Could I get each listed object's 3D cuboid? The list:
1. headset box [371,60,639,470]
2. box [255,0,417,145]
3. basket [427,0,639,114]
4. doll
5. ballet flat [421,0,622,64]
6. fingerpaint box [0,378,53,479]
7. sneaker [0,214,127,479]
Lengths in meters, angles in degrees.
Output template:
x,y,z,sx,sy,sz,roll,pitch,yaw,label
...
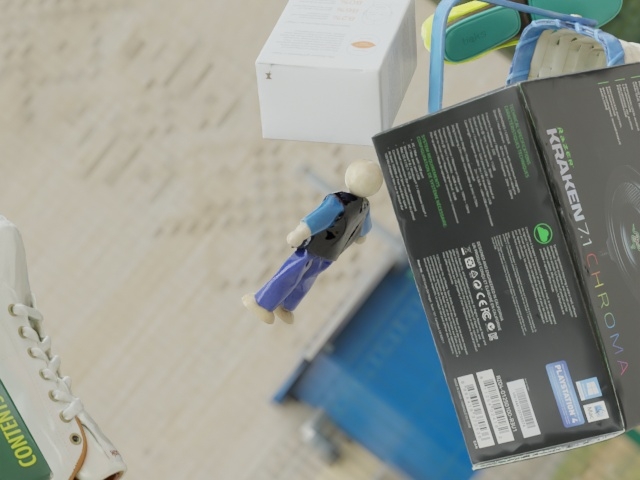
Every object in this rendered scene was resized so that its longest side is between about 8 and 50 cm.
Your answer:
x,y,z,sx,sy,sz,roll,pitch,yaw,label
0.195,0.007,1.430,0.131,0.246,0.283,-18,-3,35,headset box
0.019,-0.180,2.016,0.170,0.130,0.091,-66,-23,-52,box
0.234,-0.117,2.023,0.201,0.289,0.255,-153,67,-66,basket
0.000,0.000,1.922,0.189,0.046,0.129,-52,-25,17,doll
0.215,-0.251,2.169,0.231,0.077,0.077,-17,23,-14,ballet flat
-0.427,0.034,1.144,0.371,0.445,0.163,-18,-17,-47,fingerpaint box
-0.196,0.121,1.400,0.106,0.123,0.290,31,-127,-79,sneaker
